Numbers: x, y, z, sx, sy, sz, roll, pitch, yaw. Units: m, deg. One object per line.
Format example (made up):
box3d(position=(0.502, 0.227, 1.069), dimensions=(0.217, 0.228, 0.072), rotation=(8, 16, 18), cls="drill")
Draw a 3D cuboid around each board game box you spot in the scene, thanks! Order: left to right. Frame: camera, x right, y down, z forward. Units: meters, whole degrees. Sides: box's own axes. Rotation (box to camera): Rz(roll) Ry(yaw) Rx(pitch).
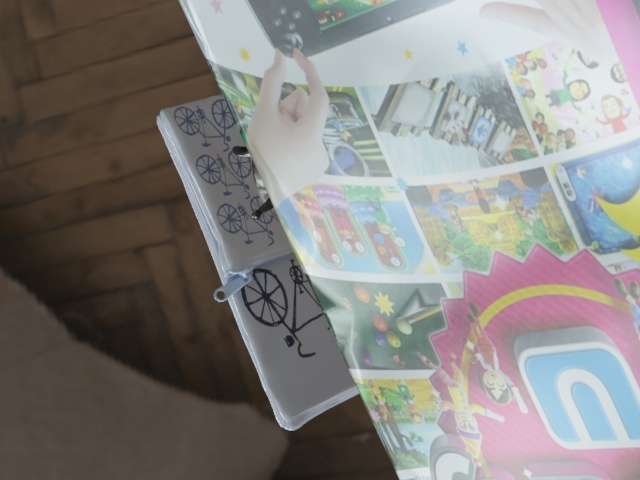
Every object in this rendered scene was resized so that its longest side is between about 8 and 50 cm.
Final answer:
box3d(position=(0.104, 0.006, 0.419), dimensions=(0.224, 0.097, 0.303), rotation=(-13, 105, 53), cls="board game box")

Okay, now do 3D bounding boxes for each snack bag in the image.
box3d(position=(0.000, 0.000, 1.659), dimensions=(0.037, 0.323, 0.343), rotation=(-22, 87, 39), cls="snack bag")

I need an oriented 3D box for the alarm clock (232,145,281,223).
box3d(position=(0.020, -0.067, 1.351), dimensions=(0.064, 0.192, 0.129), rotation=(8, 93, 54), cls="alarm clock")
